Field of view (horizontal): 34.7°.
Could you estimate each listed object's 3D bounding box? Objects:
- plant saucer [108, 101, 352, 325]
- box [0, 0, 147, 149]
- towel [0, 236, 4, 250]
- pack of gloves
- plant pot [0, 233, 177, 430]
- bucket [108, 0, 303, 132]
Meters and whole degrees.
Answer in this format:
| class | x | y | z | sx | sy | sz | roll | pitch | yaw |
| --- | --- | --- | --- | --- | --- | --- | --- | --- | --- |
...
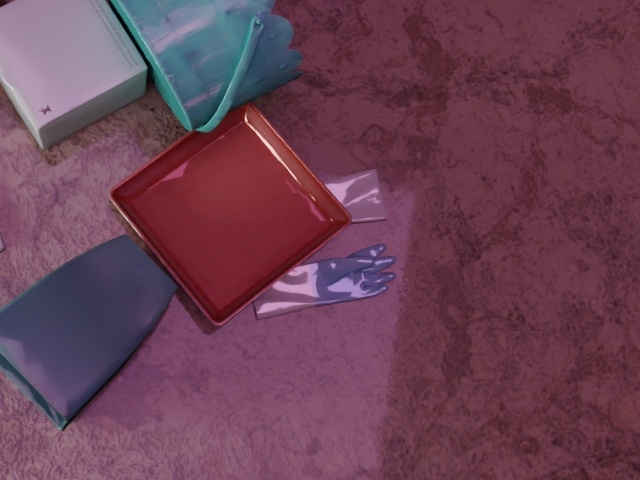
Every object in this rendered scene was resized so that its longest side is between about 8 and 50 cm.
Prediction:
| class | x | y | z | sx | sy | sz | roll | pitch | yaw |
| --- | --- | --- | --- | --- | --- | --- | --- | --- | --- |
| plant saucer | -0.131 | -0.043 | 1.503 | 0.258 | 0.048 | 0.259 | -38 | 79 | -14 |
| box | -0.371 | -0.259 | 1.472 | 0.182 | 0.119 | 0.181 | -32 | 88 | -14 |
| towel | -0.562 | -0.019 | 1.440 | 0.197 | 0.029 | 0.144 | -22 | 86 | -14 |
| pack of gloves | 0.000 | 0.000 | 1.538 | 0.232 | 0.046 | 0.195 | -11 | 83 | -13 |
| plant pot | -0.321 | 0.113 | 1.401 | 0.166 | 0.165 | 0.234 | 45 | 68 | -1 |
| bucket | -0.167 | -0.298 | 1.442 | 0.183 | 0.281 | 0.281 | -32 | 88 | -7 |
